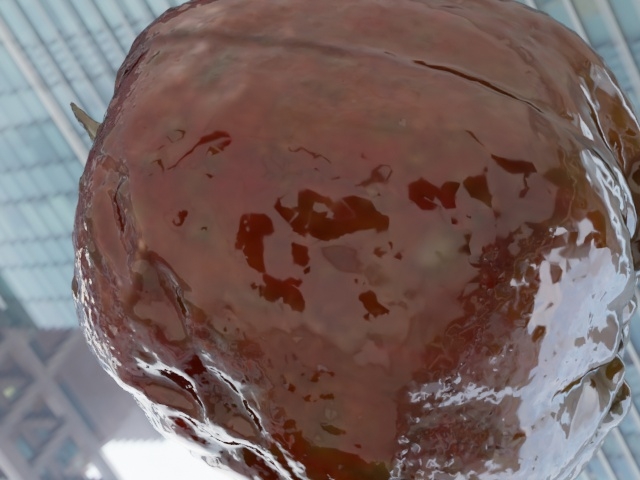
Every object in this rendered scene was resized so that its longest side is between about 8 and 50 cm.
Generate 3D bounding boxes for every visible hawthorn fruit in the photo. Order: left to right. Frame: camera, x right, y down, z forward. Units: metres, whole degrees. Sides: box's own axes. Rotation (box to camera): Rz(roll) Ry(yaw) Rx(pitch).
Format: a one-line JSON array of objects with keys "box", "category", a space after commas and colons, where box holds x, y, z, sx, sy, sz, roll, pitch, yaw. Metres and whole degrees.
[{"box": [0.021, 0.007, 0.721, 0.262, 0.258, 0.258, 11, -154, -14], "category": "hawthorn fruit"}]
